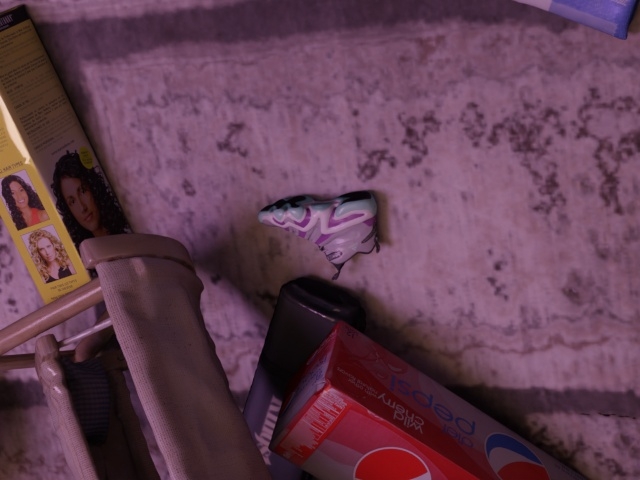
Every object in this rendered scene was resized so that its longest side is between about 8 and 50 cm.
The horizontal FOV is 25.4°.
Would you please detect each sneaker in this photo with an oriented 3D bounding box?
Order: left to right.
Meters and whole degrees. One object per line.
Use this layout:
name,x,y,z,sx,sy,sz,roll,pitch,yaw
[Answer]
sneaker,0.000,0.000,1.127,0.098,0.038,0.069,-3,110,22

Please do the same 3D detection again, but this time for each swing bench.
swing bench,-0.147,0.161,1.108,0.255,0.165,0.253,-34,69,36

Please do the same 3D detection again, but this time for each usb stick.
usb stick,-0.031,0.156,1.200,0.077,0.045,0.278,23,118,9

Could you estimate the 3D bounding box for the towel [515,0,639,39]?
towel,0.112,-0.278,0.973,0.285,0.034,0.209,23,118,10

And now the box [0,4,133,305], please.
box,-0.234,-0.069,1.159,0.058,0.087,0.232,-18,106,27

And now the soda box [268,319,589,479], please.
soda box,0.095,0.179,1.112,0.263,0.092,0.083,33,119,-9
